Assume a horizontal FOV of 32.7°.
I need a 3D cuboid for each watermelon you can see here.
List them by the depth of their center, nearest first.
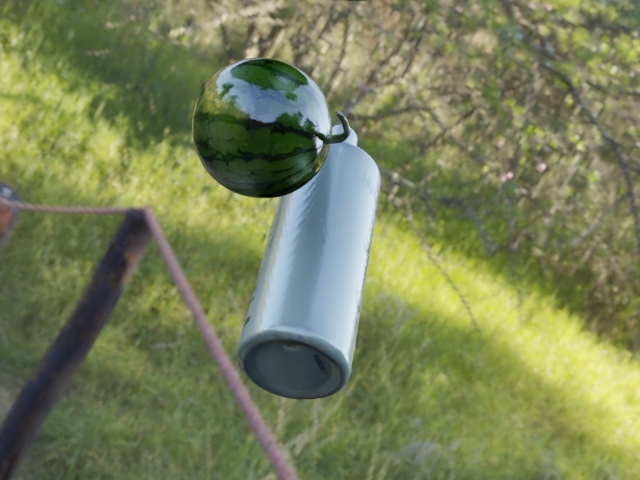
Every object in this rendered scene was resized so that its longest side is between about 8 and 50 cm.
[{"bbox_3d":[-0.036,-0.077,0.761,0.109,0.109,0.109,29,9,-5],"label":"watermelon"}]

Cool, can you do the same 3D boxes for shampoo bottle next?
[{"bbox_3d":[0.000,0.000,0.881,0.085,0.085,0.262,27,46,-16],"label":"shampoo bottle"}]
